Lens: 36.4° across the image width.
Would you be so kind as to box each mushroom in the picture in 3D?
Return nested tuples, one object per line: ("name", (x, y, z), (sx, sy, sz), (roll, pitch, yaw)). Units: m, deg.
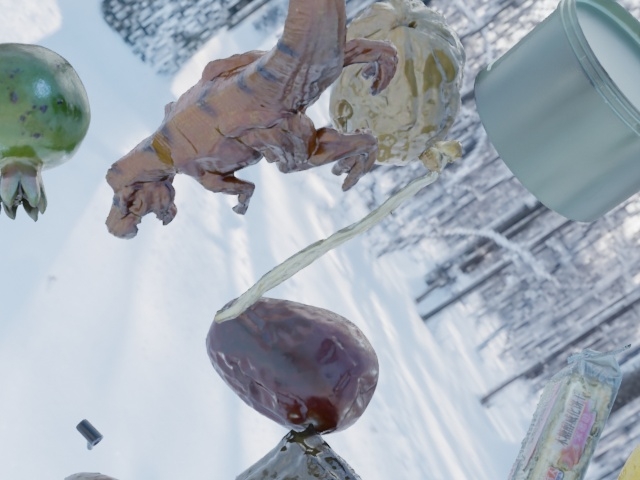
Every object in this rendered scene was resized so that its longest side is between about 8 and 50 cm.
("mushroom", (0.005, 0.003, 0.726), (0.028, 0.286, 0.026), (32, 46, -21))

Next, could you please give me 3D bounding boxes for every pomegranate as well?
("pomegranate", (-0.382, -0.137, 1.233), (0.187, 0.187, 0.225), (38, 42, -68))

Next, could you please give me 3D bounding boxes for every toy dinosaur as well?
("toy dinosaur", (-0.020, -0.110, 0.715), (0.208, 0.432, 0.097), (-4, 67, -36))

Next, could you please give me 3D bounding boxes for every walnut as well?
("walnut", (0.103, -0.211, 1.328), (0.198, 0.198, 0.245), (59, -24, 28))

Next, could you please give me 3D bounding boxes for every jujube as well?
("jujube", (-0.051, 0.214, 1.743), (0.318, 0.223, 0.223), (21, -10, 27))

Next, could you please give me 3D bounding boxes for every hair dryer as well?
("hair dryer", (-0.407, 0.349, 1.717), (0.047, 0.026, 0.083), (42, -30, 15))

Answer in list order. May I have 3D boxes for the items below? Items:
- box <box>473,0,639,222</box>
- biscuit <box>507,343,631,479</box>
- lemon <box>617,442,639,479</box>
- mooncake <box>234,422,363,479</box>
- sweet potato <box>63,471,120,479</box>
("box", (0.308, -0.154, 1.112), (0.226, 0.149, 0.226), (27, 43, -28))
("biscuit", (0.326, 0.285, 1.344), (0.079, 0.309, 0.186), (25, -13, 1))
("lemon", (0.342, 0.223, 0.897), (0.114, 0.155, 0.114), (35, 12, -8))
("mooncake", (0.015, 0.461, 1.578), (0.324, 0.187, 0.324), (48, -7, 8))
("sweet potato", (-0.132, 0.191, 0.687), (0.214, 0.050, 0.050), (-10, -55, 48))
